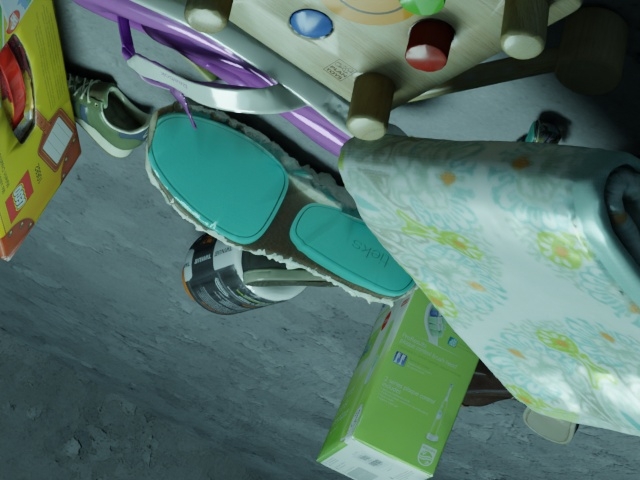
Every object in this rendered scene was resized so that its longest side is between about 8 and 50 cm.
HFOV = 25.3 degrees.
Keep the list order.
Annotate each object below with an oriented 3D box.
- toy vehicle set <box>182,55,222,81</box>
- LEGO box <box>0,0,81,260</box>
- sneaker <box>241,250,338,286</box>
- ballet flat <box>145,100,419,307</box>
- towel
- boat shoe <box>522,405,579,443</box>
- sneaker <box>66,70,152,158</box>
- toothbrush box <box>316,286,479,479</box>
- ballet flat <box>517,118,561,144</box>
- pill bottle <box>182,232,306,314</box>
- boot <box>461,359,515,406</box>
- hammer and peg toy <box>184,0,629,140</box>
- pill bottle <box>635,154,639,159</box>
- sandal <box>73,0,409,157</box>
[{"bbox_3d":[-0.059,-0.219,1.485,0.267,0.035,0.166,4,151,43],"label":"toy vehicle set"},{"bbox_3d":[-0.500,-0.236,1.617,0.372,0.193,0.500,23,152,10],"label":"LEGO box"},{"bbox_3d":[0.000,0.000,1.914,0.222,0.118,0.083,1,170,-28],"label":"sneaker"},{"bbox_3d":[-0.053,-0.041,1.796,0.409,0.147,0.147,31,159,-18],"label":"ballet flat"},{"bbox_3d":[0.218,0.049,1.277,0.320,0.090,0.374,6,144,49],"label":"towel"},{"bbox_3d":[0.348,0.182,1.950,0.112,0.095,0.335,27,157,8],"label":"boat shoe"},{"bbox_3d":[-0.296,-0.185,1.812,0.192,0.064,0.086,37,142,-21],"label":"sneaker"},{"bbox_3d":[0.120,0.180,1.906,0.122,0.283,0.206,27,160,-4],"label":"toothbrush box"},{"bbox_3d":[0.224,-0.092,1.482,0.041,0.041,0.114,25,160,-2],"label":"ballet flat"},{"bbox_3d":[-0.115,0.038,2.042,0.130,0.130,0.246,32,158,-19],"label":"pill bottle"},{"bbox_3d":[0.217,0.170,2.104,0.207,0.090,0.248,-2,147,28],"label":"boot"},{"bbox_3d":[0.076,-0.186,1.195,0.361,0.127,0.266,32,143,-31],"label":"hammer and peg toy"},{"bbox_3d":[0.338,0.003,1.376,0.181,0.181,0.323,29,159,-10],"label":"pill bottle"},{"bbox_3d":[-0.092,-0.154,1.437,0.416,0.102,0.169,28,173,-13],"label":"sandal"}]
